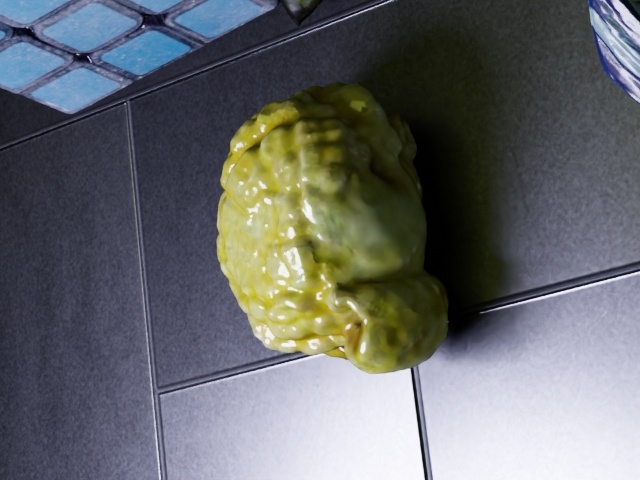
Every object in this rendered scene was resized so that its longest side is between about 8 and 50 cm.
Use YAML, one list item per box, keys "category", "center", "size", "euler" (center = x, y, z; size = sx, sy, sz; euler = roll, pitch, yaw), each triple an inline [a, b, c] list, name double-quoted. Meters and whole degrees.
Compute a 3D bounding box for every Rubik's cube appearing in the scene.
- category: "Rubik's cube"
  center: [-0.265, -0.350, 1.918]
  size: [0.305, 0.301, 0.303]
  euler: [-23, 67, 27]

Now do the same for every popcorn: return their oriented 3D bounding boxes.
- category: "popcorn"
  center: [0.000, 0.000, 1.758]
  size: [0.225, 0.174, 0.285]
  euler: [-24, 79, 49]

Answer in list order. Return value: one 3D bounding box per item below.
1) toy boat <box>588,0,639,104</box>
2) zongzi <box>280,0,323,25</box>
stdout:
- category: "toy boat"
  center: [0.353, -0.221, 1.507]
  size: [0.220, 0.067, 0.291]
  euler: [33, 122, 1]
- category: "zongzi"
  center: [-0.029, -0.482, 1.863]
  size: [0.383, 0.362, 0.319]
  euler: [45, 114, -8]
